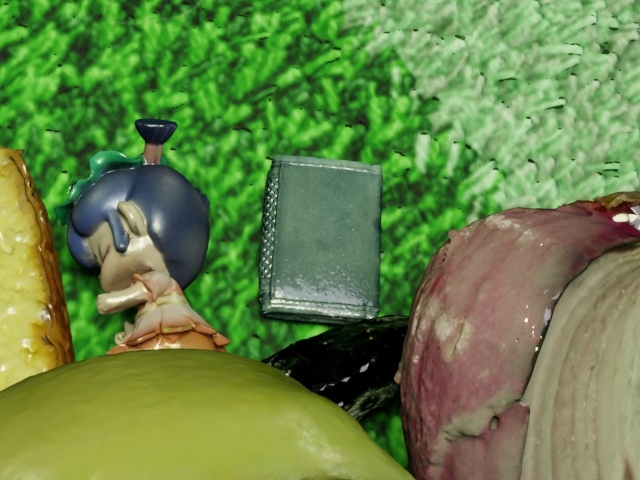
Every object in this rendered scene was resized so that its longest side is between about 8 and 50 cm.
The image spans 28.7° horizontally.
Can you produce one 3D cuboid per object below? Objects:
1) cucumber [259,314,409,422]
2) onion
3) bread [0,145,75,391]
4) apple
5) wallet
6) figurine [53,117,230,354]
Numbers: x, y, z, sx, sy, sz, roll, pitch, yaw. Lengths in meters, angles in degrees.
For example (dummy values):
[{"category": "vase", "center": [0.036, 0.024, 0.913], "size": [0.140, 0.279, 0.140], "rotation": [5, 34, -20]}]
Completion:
[{"category": "cucumber", "center": [-0.046, 0.125, 0.817], "size": [0.303, 0.072, 0.081], "rotation": [-32, 62, -25]}, {"category": "onion", "center": [0.143, 0.133, 0.818], "size": [0.267, 0.159, 0.348], "rotation": [4, 99, -42]}, {"category": "bread", "center": [-0.215, 0.066, 0.771], "size": [0.129, 0.134, 0.260], "rotation": [-14, 48, -6]}, {"category": "apple", "center": [-0.074, 0.189, 0.587], "size": [0.258, 0.233, 0.295], "rotation": [-34, 111, -14]}, {"category": "wallet", "center": [0.000, 0.000, 0.915], "size": [0.088, 0.026, 0.129], "rotation": [6, 64, -6]}, {"category": "figurine", "center": [-0.113, 0.023, 0.831], "size": [0.102, 0.111, 0.195], "rotation": [-14, 63, -5]}]
